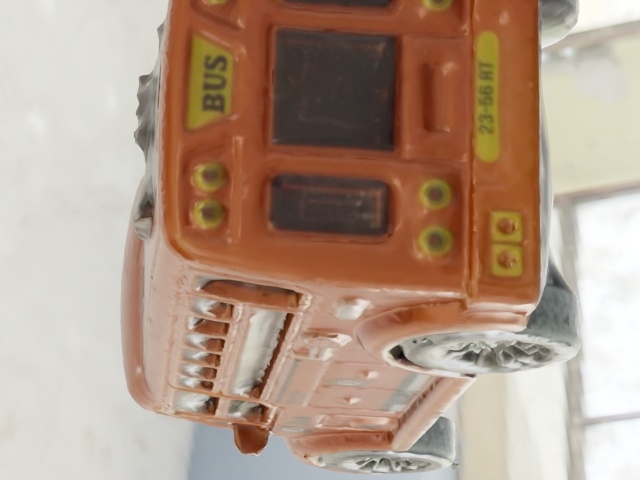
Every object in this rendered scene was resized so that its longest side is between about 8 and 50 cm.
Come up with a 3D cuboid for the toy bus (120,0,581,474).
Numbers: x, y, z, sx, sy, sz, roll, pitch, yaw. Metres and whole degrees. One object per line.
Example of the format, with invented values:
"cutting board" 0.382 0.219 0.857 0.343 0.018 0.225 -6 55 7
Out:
"toy bus" 0.000 0.000 0.671 0.329 0.153 0.143 111 161 -73
